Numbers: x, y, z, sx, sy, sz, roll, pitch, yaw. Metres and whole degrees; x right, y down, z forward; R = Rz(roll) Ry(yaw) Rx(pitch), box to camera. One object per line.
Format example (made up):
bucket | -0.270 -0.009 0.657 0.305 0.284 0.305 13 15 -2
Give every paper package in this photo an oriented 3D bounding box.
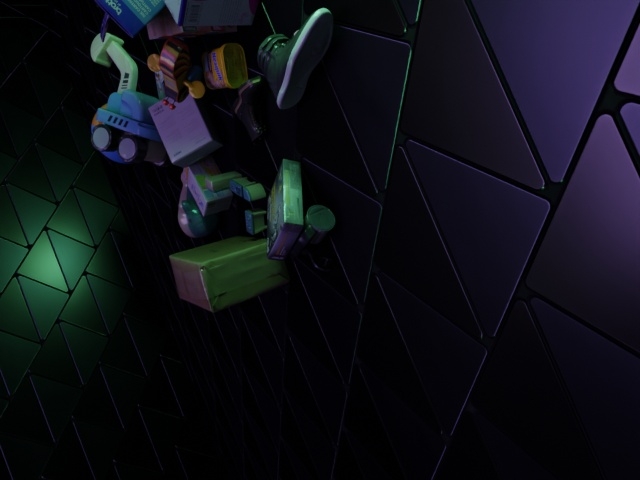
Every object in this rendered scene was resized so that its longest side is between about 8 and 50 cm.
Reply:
paper package | -0.323 0.102 1.500 0.324 0.309 0.168 3 108 53

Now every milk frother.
milk frother | 0.000 0.000 1.207 0.143 0.129 0.135 23 143 -10

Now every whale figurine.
whale figurine | -0.498 -0.150 1.767 0.141 0.216 0.272 -6 92 10

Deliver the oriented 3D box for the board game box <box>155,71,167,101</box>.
board game box | -0.606 -0.545 1.777 0.193 0.053 0.305 34 133 42

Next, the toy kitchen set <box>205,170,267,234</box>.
toy kitchen set | -0.293 -0.128 1.504 0.207 0.122 0.166 30 130 43

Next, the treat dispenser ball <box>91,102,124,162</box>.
treat dispenser ball | -0.907 -0.504 2.007 0.288 0.288 0.288 30 130 43

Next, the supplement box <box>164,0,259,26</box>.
supplement box | -0.281 -0.645 1.126 0.114 0.220 0.111 60 144 15

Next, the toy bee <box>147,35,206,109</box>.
toy bee | -0.450 -0.505 1.389 0.195 0.162 0.298 30 174 20

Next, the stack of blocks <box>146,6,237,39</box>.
stack of blocks | -0.404 -0.677 1.323 0.297 0.171 0.087 24 126 47

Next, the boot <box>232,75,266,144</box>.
boot | -0.189 -0.384 1.281 0.137 0.076 0.198 64 159 0

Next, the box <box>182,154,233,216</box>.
box | -0.437 -0.215 1.664 0.203 0.114 0.103 59 147 16

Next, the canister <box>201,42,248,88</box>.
canister | -0.303 -0.538 1.345 0.170 0.073 0.126 19 122 50

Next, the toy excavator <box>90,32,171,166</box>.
toy excavator | -0.770 -0.567 1.747 0.432 0.222 0.445 23 101 18

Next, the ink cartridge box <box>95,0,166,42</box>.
ink cartridge box | -0.498 -0.727 1.191 0.151 0.395 0.270 47 -179 -41

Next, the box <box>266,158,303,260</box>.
box | -0.105 -0.085 1.230 0.183 0.056 0.231 122 151 -51

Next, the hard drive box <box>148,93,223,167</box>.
hard drive box | -0.491 -0.413 1.569 0.181 0.089 0.232 -26 83 11

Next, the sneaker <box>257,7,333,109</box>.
sneaker | -0.076 -0.465 1.036 0.147 0.104 0.296 57 149 8
